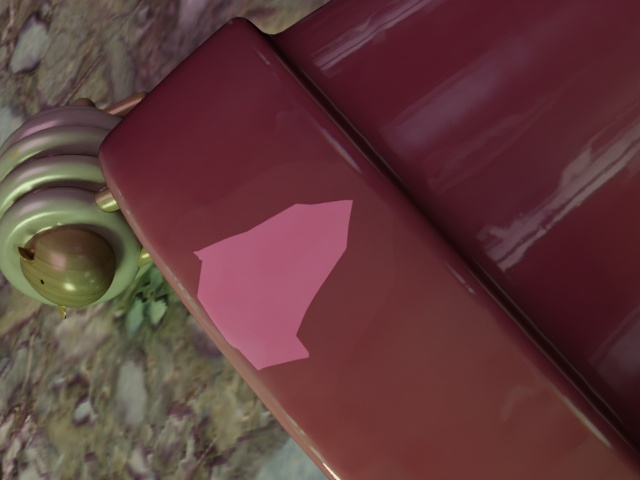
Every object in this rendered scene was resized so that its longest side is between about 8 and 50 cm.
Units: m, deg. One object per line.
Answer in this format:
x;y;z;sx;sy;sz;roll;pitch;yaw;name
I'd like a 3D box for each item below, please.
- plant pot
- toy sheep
0.074;-0.012;0.448;0.180;0.201;0.201;-44;38;4;plant pot
-0.104;-0.020;0.764;0.091;0.091;0.132;-44;27;28;toy sheep
